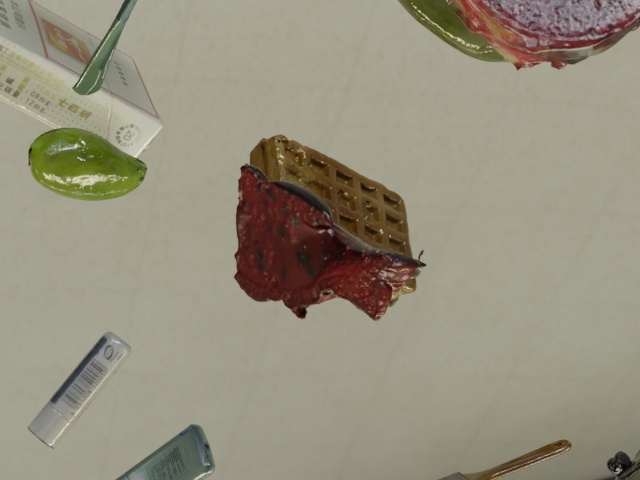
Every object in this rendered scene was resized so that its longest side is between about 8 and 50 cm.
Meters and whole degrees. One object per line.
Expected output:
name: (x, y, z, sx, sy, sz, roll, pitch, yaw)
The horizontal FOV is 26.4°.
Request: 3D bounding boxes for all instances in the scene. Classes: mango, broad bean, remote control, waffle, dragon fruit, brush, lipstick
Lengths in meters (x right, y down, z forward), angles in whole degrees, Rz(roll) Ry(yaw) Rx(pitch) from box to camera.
mango: (-0.299, -0.095, 1.772, 0.165, 0.074, 0.091, 11, 122, -32)
broad bean: (0.191, -0.327, 1.818, 0.263, 0.189, 0.121, 20, 142, -14)
remote control: (-0.147, 0.216, 1.242, 0.124, 0.053, 0.018, -38, 148, 23)
waffle: (0.020, -0.032, 2.353, 0.098, 0.224, 0.328, -31, 138, 34)
dragon fruit: (0.016, -0.003, 1.130, 0.092, 0.192, 0.122, -18, 112, -36)
brush: (0.153, 0.210, 1.227, 0.170, 0.043, 0.014, -18, 107, -18)
lipstick: (-0.266, 0.164, 1.519, 0.141, 0.040, 0.040, -52, 137, -7)
dragon fruit: (0.282, -0.255, 1.538, 0.274, 0.126, 0.161, -19, 173, -9)

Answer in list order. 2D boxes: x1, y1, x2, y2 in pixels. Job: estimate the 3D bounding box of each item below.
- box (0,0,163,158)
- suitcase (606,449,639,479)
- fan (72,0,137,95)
box: (-0.402, -0.258, 1.985, 0.330, 0.210, 0.095, 30, 111, -36)
suitcase: (0.538, 0.365, 1.733, 0.335, 0.152, 0.229, 41, 129, 5)
fan: (-0.250, -0.237, 1.624, 0.038, 0.016, 0.193, -17, 155, -40)
